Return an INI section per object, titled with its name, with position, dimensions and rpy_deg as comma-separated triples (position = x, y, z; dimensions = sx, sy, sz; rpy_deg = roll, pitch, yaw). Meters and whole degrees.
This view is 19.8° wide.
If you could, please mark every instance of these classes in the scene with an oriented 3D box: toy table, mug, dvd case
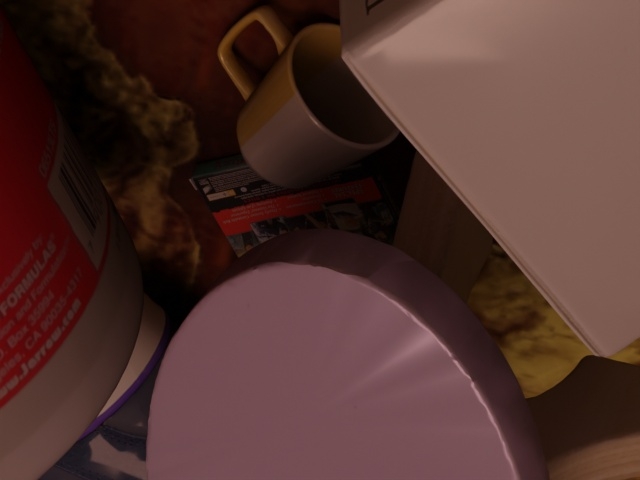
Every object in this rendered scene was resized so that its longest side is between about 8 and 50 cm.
[toy table]
position = 0.039, 0.086, 0.810
dimensions = 0.252, 0.161, 0.274
rpy_deg = 22, 128, 14
[mug]
position = -0.007, -0.061, 0.818
dimensions = 0.062, 0.078, 0.064
rpy_deg = 0, 155, -37
[dvd case]
position = 0.000, 0.000, 0.896
dimensions = 0.087, 0.013, 0.119
rpy_deg = -12, 129, 21

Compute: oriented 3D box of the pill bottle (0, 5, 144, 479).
[pill bottle]
position = -0.247, -0.077, 0.714
dimensions = 0.229, 0.229, 0.408
rpy_deg = -10, 131, 19

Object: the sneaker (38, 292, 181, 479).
[sneaker]
position = -0.137, 0.172, 1.005
dimensions = 0.322, 0.130, 0.236
rpy_deg = -31, 118, 27

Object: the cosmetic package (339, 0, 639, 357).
[cosmetic package]
position = 0.190, -0.147, 0.554
dimensions = 0.365, 0.197, 0.155
rpy_deg = -31, 123, 19
